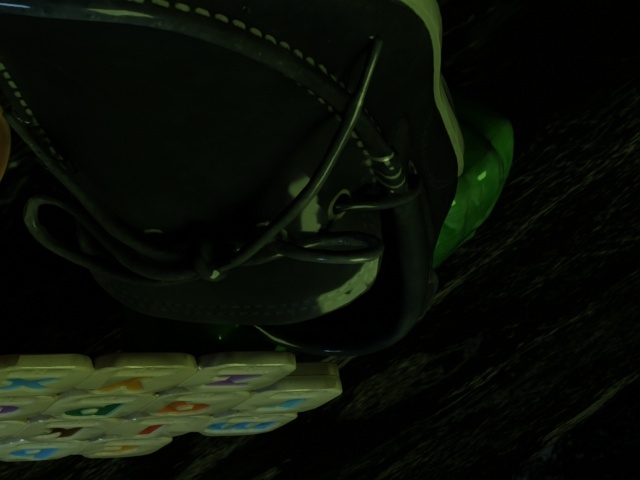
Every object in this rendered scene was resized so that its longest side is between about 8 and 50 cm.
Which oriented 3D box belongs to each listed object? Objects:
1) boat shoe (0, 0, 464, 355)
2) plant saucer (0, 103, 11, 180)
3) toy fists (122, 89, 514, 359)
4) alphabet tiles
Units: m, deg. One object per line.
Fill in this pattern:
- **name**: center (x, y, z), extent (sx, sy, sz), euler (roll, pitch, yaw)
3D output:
- **boat shoe**: center (-0.036, -0.043, 0.803), extent (0.187, 0.156, 0.500), euler (6, 169, 15)
- **plant saucer**: center (-0.234, -0.020, 0.798), extent (0.200, 0.037, 0.200), euler (-29, 159, -13)
- **toy fists**: center (0.000, 0.000, 1.123), extent (0.279, 0.096, 0.142), euler (-29, 172, -15)
- **alphabet tiles**: center (-0.139, 0.094, 1.039), extent (0.284, 0.021, 0.278), euler (0, 163, -23)
